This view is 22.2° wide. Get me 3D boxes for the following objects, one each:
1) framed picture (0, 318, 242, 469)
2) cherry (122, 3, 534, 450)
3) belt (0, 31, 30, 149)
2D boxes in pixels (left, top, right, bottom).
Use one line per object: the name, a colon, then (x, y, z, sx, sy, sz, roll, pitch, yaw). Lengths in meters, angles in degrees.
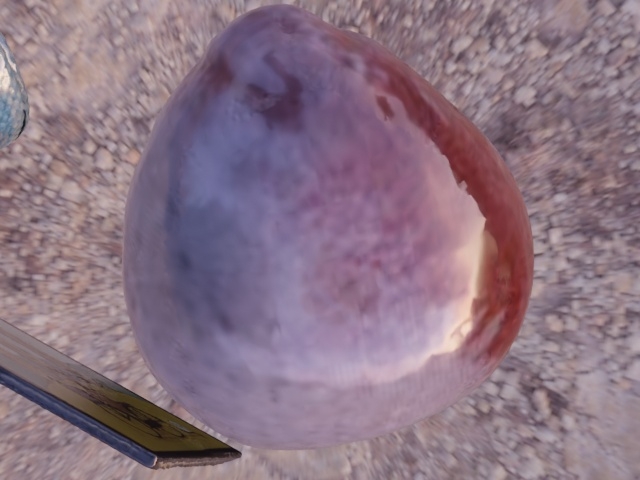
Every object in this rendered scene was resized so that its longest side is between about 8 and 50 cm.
framed picture: (-0.211, 0.061, 1.023, 0.324, 0.244, 0.013, 28, 87, 10)
cherry: (-0.012, 0.005, 1.266, 0.326, 0.291, 0.335, -34, 124, 23)
belt: (-0.226, -0.105, 0.857, 0.082, 0.147, 0.163, -40, 88, -25)
